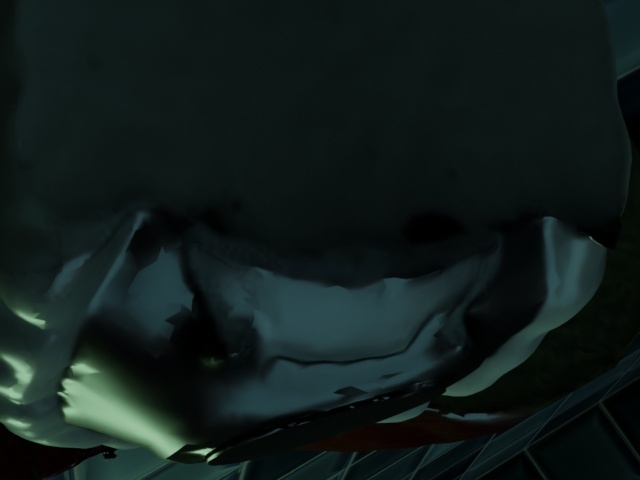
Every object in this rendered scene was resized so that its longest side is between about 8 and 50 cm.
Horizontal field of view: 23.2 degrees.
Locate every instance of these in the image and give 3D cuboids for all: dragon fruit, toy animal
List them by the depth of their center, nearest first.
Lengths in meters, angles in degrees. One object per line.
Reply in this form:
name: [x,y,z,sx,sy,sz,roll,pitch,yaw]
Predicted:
toy animal: [-0.027,-0.033,0.497,0.208,0.204,0.156,-1,163,-30]
dragon fruit: [-0.151,0.079,0.788,0.106,0.083,0.162,-19,-175,13]

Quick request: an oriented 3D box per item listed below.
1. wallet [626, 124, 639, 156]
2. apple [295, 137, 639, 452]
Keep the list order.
wallet: [0.212,-0.039,1.206,0.250,0.044,0.149,-14,158,-50]
apple: [0.000,0.000,0.709,0.254,0.179,0.346,4,-165,44]
